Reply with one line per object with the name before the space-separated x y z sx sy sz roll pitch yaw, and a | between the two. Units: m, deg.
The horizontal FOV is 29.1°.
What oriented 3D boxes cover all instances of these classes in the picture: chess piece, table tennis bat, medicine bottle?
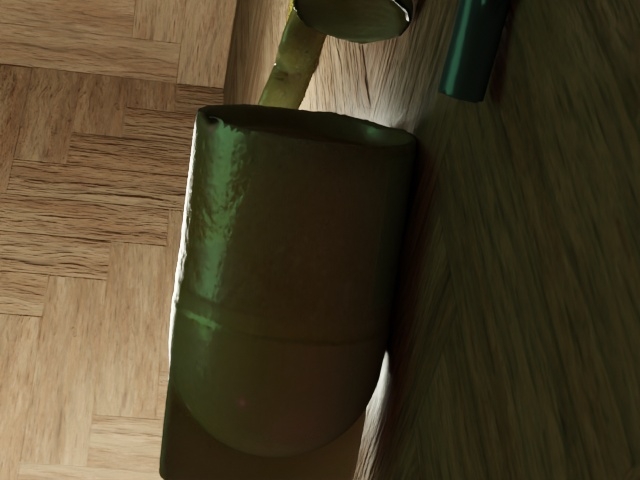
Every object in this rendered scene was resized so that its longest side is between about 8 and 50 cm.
chess piece | 0.054 -0.358 1.386 0.133 0.133 0.243 120 161 -69
table tennis bat | 0.145 -0.275 0.981 0.215 0.044 0.329 -121 40 -73
medicine bottle | -0.041 0.072 1.315 0.236 0.235 0.406 -117 35 -74

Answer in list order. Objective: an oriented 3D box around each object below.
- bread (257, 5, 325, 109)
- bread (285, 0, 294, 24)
bread | -0.024 -0.242 1.545 0.316 0.054 0.316 -158 90 -86
bread | -0.032 -0.348 2.074 0.103 0.065 0.187 -97 16 -47
